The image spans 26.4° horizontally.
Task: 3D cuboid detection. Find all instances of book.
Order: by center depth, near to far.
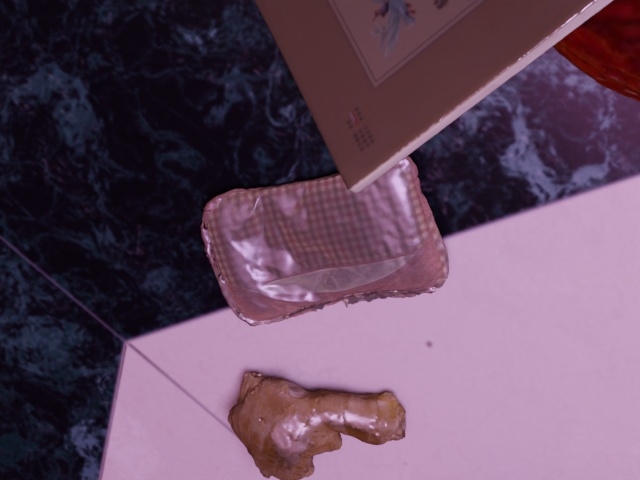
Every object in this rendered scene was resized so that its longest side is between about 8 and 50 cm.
[{"bbox_3d":[0.096,-0.208,1.021,0.310,0.021,0.217,-37,63,24],"label":"book"}]

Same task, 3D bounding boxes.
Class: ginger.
[{"bbox_3d":[-0.006,0.177,1.247,0.165,0.067,0.096,7,92,11],"label":"ginger"}]

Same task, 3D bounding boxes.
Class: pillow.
[{"bbox_3d":[0.000,0.003,1.193,0.211,0.034,0.135,-14,110,20],"label":"pillow"}]

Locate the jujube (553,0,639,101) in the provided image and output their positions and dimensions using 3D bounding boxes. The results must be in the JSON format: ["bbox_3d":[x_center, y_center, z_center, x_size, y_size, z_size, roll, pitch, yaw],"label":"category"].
[{"bbox_3d":[0.294,-0.167,0.988,0.255,0.190,0.190,14,116,26],"label":"jujube"}]
